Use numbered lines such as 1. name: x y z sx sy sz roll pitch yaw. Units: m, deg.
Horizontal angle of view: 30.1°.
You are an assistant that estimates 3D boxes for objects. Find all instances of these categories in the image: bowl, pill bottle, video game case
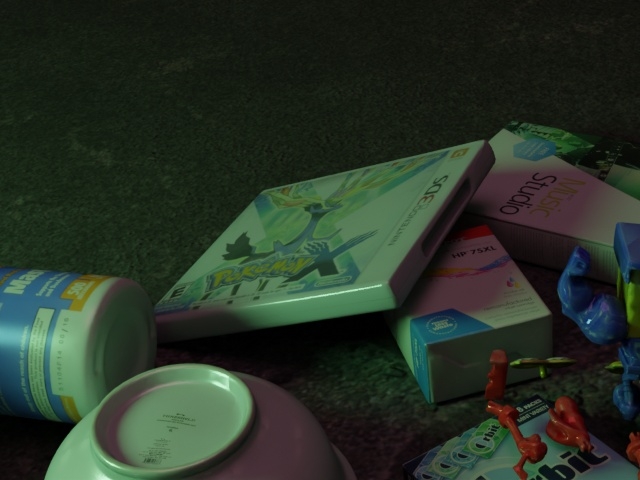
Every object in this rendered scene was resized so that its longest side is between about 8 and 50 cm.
1. bowl: -0.117 0.201 1.031 0.297 0.134 0.298 -6 31 4
2. pill bottle: -0.318 0.102 1.214 0.272 0.152 0.152 5 34 18
3. video game case: 0.000 0.000 1.318 0.329 0.036 0.300 -11 25 35

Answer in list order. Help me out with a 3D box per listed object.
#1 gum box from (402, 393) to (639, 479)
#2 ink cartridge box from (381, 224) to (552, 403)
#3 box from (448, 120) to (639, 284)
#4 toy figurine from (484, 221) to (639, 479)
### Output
1. gum box: 0.187 0.221 1.015 0.157 0.041 0.184 -23 34 -23
2. ink cartridge box: 0.138 0.061 1.247 0.134 0.078 0.231 -13 32 -8
3. box: 0.316 -0.047 1.399 0.322 0.058 0.232 16 39 32
4. toy figurine: 0.331 0.074 1.007 0.362 0.217 0.191 4 26 3
